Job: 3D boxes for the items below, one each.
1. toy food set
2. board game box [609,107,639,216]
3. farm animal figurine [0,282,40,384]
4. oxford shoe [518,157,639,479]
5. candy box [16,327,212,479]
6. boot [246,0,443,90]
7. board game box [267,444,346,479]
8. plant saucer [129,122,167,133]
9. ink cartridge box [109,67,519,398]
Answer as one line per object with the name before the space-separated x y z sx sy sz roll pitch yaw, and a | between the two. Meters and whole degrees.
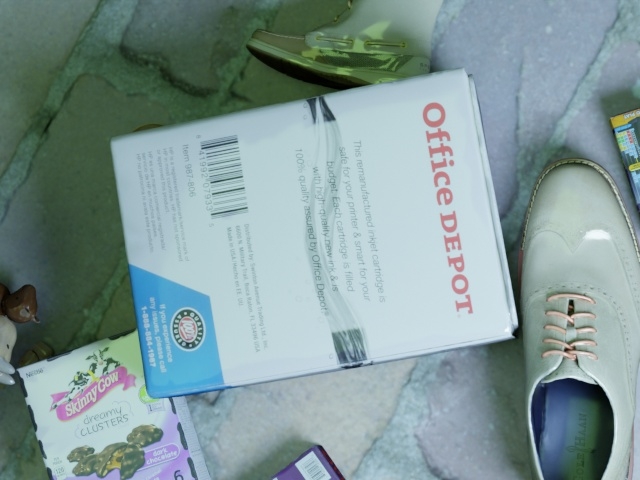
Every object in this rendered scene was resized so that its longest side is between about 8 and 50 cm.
toy food set | -0.314 0.160 1.717 0.122 0.019 0.078 13 87 6
board game box | 0.412 -0.089 1.566 0.170 0.048 0.141 -18 79 10
farm animal figurine | -0.422 0.107 1.572 0.172 0.330 0.327 39 75 18
oxford shoe | 0.275 0.103 1.524 0.140 0.146 0.397 -5 83 13
candy box | -0.233 0.211 1.656 0.164 0.070 0.196 -19 84 6
boot | 0.034 -0.256 1.655 0.213 0.077 0.165 14 86 12
board game box | 0.016 0.424 1.600 0.208 0.056 0.347 -36 78 2
plant saucer | -0.196 -0.096 1.719 0.083 0.015 0.083 -1 84 12
ink cartridge box | 0.000 0.000 1.583 0.394 0.166 0.285 -10 83 9
